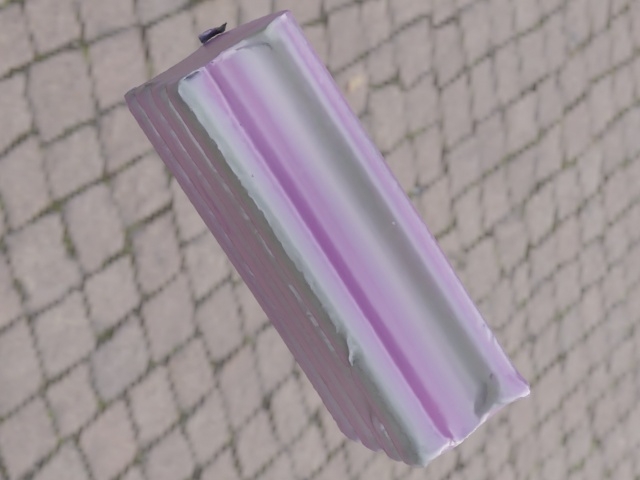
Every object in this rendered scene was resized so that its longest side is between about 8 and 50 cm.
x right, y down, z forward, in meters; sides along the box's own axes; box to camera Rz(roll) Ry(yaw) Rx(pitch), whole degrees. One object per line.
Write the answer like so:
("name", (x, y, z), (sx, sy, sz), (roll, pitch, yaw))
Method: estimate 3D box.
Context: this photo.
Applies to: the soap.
("soap", (0.000, 0.000, 0.787), (0.065, 0.122, 0.203), (-36, 102, -13))
